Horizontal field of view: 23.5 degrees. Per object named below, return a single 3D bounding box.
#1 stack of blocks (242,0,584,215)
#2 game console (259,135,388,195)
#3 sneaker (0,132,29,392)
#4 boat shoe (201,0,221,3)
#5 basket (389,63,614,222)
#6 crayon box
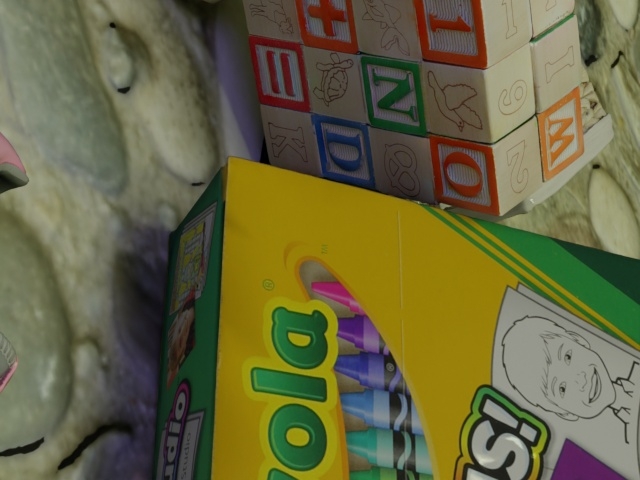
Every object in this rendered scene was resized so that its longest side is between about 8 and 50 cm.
[{"bbox_3d":[0.038,-0.176,0.831,0.087,0.171,0.297,-34,125,-39],"label":"stack of blocks"},{"bbox_3d":[0.000,0.000,0.964,0.107,0.071,0.122,77,19,-61],"label":"game console"},{"bbox_3d":[-0.176,0.075,0.604,0.131,0.112,0.319,27,59,-44],"label":"sneaker"},{"bbox_3d":[-0.030,-0.278,0.935,0.109,0.098,0.302,44,48,-38],"label":"boat shoe"},{"bbox_3d":[0.114,-0.079,1.066,0.167,0.113,0.103,-35,103,-53],"label":"basket"},{"bbox_3d":[0.070,0.166,0.795,0.313,0.106,0.363,14,60,-23],"label":"crayon box"}]
